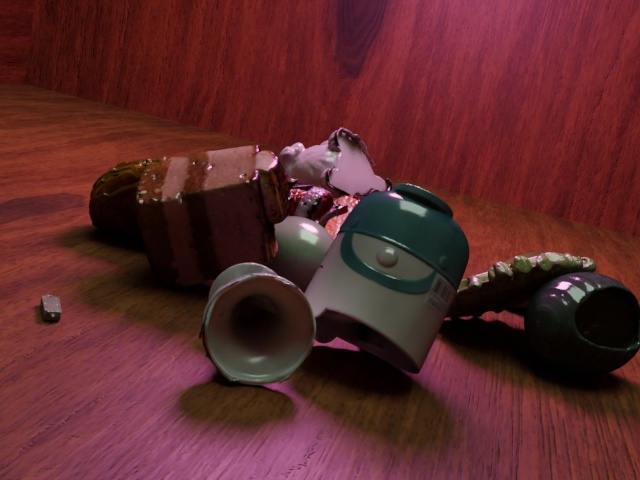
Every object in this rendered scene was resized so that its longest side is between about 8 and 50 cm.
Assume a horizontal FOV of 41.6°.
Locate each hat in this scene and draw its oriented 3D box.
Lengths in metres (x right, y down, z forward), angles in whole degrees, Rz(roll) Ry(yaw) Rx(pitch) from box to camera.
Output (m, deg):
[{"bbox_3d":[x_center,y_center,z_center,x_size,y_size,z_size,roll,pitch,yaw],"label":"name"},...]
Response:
[{"bbox_3d":[-0.070,-0.085,1.796,0.227,0.129,0.140,24,54,17],"label":"hat"}]

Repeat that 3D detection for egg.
[{"bbox_3d":[-0.047,0.028,1.655,0.149,0.150,0.192,0,11,-45],"label":"egg"}]

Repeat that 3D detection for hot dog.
[{"bbox_3d":[-0.286,-0.066,1.773,0.387,0.175,0.267,13,-3,0],"label":"hot dog"}]

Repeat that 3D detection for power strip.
[{"bbox_3d":[-0.410,0.103,1.280,0.027,0.017,0.083,6,14,-22],"label":"power strip"}]

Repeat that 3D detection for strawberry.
[{"bbox_3d":[0.062,0.006,1.874,0.188,0.106,0.286,-7,30,3],"label":"strawberry"}]

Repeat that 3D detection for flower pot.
[{"bbox_3d":[0.482,0.153,1.544,0.242,0.190,0.157,6,-17,-32],"label":"flower pot"}]

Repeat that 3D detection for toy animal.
[{"bbox_3d":[-0.030,-0.136,2.136,0.357,0.194,0.258,-20,-52,44],"label":"toy animal"}]

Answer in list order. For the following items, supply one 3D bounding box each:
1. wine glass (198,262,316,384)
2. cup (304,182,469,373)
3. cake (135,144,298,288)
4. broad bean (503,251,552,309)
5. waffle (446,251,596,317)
[{"bbox_3d":[-0.099,0.109,1.250,0.164,0.165,0.196,10,10,-12],"label":"wine glass"},{"bbox_3d":[0.111,0.073,1.377,0.219,0.258,0.290,25,-15,14],"label":"cup"},{"bbox_3d":[-0.178,-0.053,1.545,0.292,0.199,0.196,-10,28,2],"label":"cake"},{"bbox_3d":[0.501,0.094,1.988,0.189,0.121,0.263,16,15,32],"label":"broad bean"},{"bbox_3d":[0.363,0.093,1.653,0.309,0.056,0.292,-4,-20,-34],"label":"waffle"}]
